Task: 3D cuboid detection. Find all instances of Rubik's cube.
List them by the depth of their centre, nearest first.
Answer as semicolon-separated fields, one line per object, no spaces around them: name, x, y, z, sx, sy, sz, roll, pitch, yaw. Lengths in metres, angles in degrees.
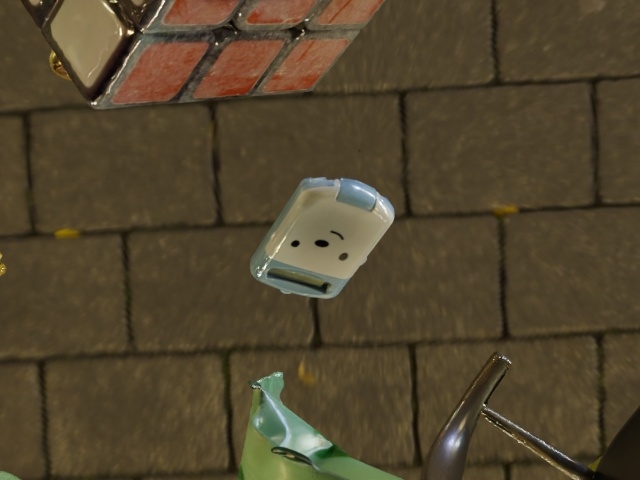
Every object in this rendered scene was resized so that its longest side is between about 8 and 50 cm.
Rubik's cube;-0.101;-0.329;1.239;0.303;0.305;0.301;-48;65;34

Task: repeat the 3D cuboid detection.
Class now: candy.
candy;0.049;0.339;1.519;0.398;0.172;0.262;22;113;32

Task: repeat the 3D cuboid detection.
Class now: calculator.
calculator;0.000;0.000;1.608;0.121;0.039;0.210;18;135;-19

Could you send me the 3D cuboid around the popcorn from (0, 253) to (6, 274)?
popcorn;-0.365;0.040;1.440;0.057;0.082;0.083;14;83;-21

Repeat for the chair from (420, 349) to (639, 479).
chair;0.221;0.160;0.879;0.272;0.188;0.166;28;118;-5

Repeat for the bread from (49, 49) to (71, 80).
bread;-0.209;-0.251;1.601;0.084;0.367;0.077;-40;94;26

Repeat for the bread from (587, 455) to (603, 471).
bread;0.463;0.330;1.536;0.208;0.376;0.251;1;75;-18

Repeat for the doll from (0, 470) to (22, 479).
doll;-0.289;0.271;0.785;0.186;0.198;0.321;3;62;31
